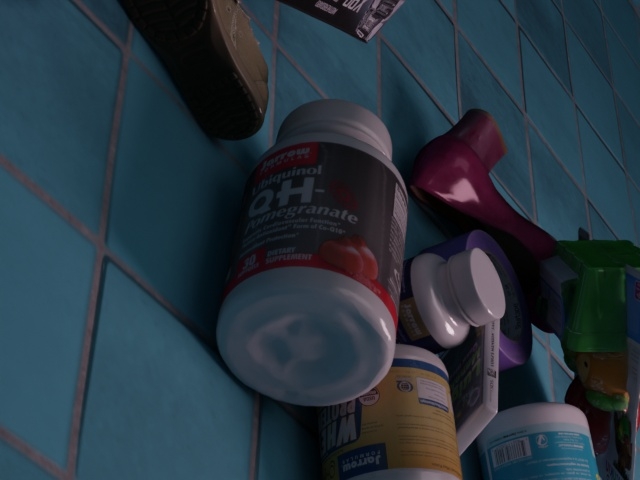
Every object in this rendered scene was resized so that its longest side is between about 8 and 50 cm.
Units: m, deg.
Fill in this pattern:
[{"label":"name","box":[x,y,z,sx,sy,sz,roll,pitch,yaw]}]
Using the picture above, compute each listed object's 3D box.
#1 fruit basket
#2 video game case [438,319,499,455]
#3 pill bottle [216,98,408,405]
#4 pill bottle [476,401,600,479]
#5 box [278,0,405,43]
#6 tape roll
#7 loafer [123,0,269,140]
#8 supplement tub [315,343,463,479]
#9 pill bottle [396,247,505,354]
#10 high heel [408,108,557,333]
[{"label":"fruit basket","box":[0.371,0.182,2.065,0.327,0.165,0.353,-109,-155,-77]},{"label":"video game case","box":[0.149,0.182,1.739,0.022,0.190,0.173,23,41,-13]},{"label":"pill bottle","box":[0.000,0.000,1.576,0.176,0.176,0.318,51,30,-32]},{"label":"pill bottle","box":[0.284,0.346,1.902,0.146,0.146,0.264,32,44,-52]},{"label":"box","box":[-0.061,-0.364,1.760,0.242,0.076,0.307,50,18,23]},{"label":"tape roll","box":[0.205,0.086,2.029,0.189,0.080,0.189,45,34,-42]},{"label":"loafer","box":[-0.131,-0.235,1.606,0.092,0.102,0.268,-67,140,-58]},{"label":"supplement tub","box":[0.071,0.222,1.578,0.144,0.144,0.200,36,39,-48]},{"label":"pill bottle","box":[0.105,0.077,1.711,0.112,0.186,0.112,44,34,-41]},{"label":"high heel","box":[0.233,0.013,2.159,0.181,0.127,0.377,-45,116,-36]}]
